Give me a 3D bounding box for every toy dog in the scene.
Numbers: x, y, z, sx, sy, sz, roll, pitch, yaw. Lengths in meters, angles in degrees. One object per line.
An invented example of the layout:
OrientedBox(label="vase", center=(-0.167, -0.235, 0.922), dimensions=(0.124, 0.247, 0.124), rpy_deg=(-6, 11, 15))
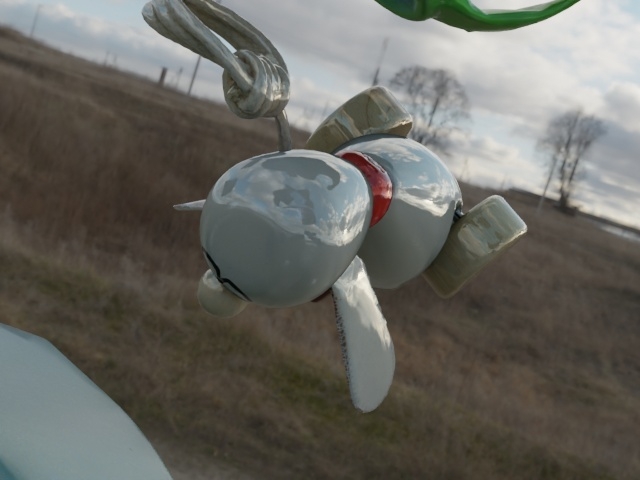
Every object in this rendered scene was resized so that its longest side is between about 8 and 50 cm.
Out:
OrientedBox(label="toy dog", center=(0.000, 0.000, 0.558), dimensions=(0.334, 0.161, 0.220), rpy_deg=(13, 35, -53))

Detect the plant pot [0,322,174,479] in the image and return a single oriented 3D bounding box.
OrientedBox(label="plant pot", center=(-0.182, 0.140, 0.447), dimensions=(0.234, 0.165, 0.165), rpy_deg=(20, -9, 42))

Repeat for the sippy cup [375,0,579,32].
OrientedBox(label="sippy cup", center=(0.063, -0.289, 0.510), dimensions=(0.305, 0.224, 0.240), rpy_deg=(44, 5, -44))
